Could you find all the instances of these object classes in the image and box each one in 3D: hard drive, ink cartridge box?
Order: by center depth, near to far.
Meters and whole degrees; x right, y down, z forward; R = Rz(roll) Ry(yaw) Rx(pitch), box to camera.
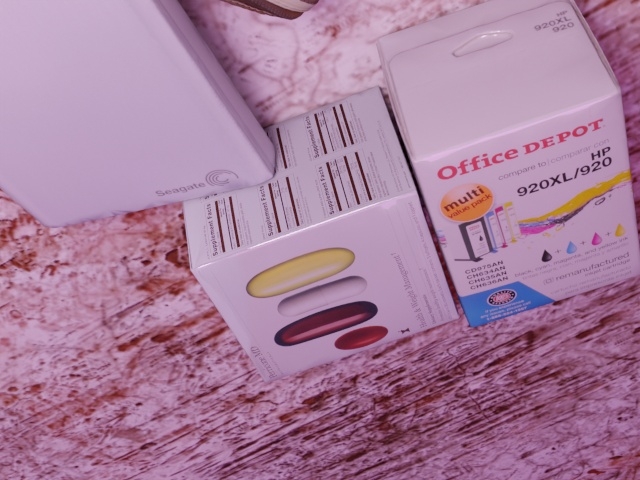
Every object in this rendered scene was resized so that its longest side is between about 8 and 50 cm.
[{"bbox_3d":[-0.206,-0.130,0.709,0.233,0.047,0.353,-11,149,15],"label":"hard drive"},{"bbox_3d":[0.169,-0.073,0.836,0.171,0.168,0.232,-18,136,8],"label":"ink cartridge box"}]

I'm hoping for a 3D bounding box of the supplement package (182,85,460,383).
[{"bbox_3d":[0.000,0.000,0.889,0.203,0.149,0.194,-20,137,7],"label":"supplement package"}]

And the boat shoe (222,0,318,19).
[{"bbox_3d":[-0.120,-0.228,0.677,0.257,0.095,0.095,27,139,-27],"label":"boat shoe"}]
